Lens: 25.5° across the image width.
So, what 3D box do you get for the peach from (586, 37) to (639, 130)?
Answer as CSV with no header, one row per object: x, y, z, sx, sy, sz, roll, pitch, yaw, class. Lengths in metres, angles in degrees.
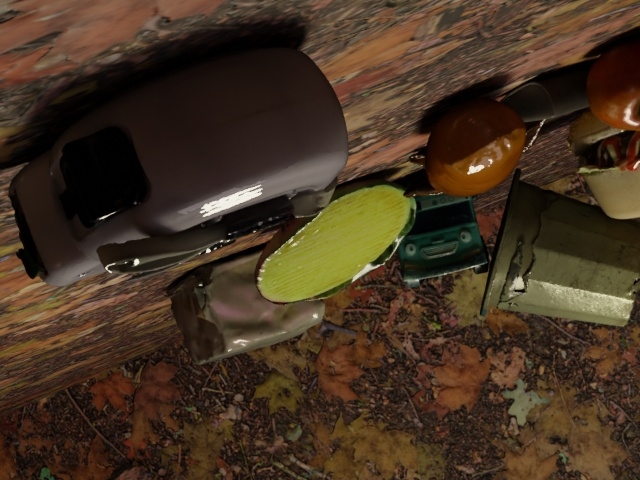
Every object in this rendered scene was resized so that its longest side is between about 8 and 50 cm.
0.312,-0.156,1.413,0.100,0.101,0.101,-22,176,-2,peach

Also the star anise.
0.166,-0.094,1.685,0.157,0.053,0.212,-21,177,-23,star anise

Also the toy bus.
0.163,-0.017,1.978,0.128,0.147,0.256,-13,180,6,toy bus

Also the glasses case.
0.274,-0.159,1.493,0.190,0.042,0.072,-19,-179,-39,glasses case

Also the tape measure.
-0.074,-0.038,0.833,0.196,0.105,0.178,-19,174,-23,tape measure

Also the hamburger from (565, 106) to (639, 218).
0.470,-0.143,1.845,0.302,0.170,0.302,-21,-177,1,hamburger

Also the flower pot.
0.336,0.020,1.941,0.202,0.212,0.212,11,180,8,flower pot

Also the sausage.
0.151,-0.090,1.420,0.098,0.098,0.238,-22,178,0,sausage

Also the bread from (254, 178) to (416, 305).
0.018,0.000,1.756,0.228,0.033,0.228,-24,152,-14,bread

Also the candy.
-0.109,0.091,2.052,0.195,0.137,0.185,-18,174,-26,candy
